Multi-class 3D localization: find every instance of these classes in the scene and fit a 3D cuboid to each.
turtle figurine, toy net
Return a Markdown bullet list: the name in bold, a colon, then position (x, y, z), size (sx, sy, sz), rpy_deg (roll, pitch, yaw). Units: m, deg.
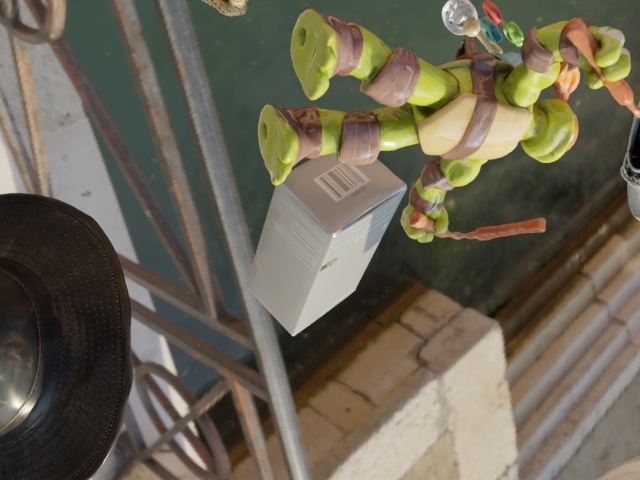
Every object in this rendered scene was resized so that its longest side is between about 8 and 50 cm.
- **turtle figurine**: position (0.085, -0.085, 0.511), size (0.217, 0.269, 0.087), rpy_deg (4, 63, -23)
- **toy net**: position (0.218, -0.292, 1.181), size (0.045, 0.232, 0.122), rpy_deg (-36, 134, 3)

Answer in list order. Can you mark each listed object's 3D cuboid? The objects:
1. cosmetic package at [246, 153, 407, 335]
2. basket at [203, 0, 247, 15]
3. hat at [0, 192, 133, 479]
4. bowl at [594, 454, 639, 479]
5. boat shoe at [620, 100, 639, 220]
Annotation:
- **cosmetic package**: position (0.000, 0.000, 1.028), size (0.127, 0.107, 0.238), rpy_deg (-35, 158, -30)
- **basket**: position (-0.166, -0.394, 0.827), size (0.223, 0.299, 0.213), rpy_deg (-54, 169, 13)
- **hat**: position (-0.331, 0.094, 0.743), size (0.134, 0.331, 0.331), rpy_deg (24, 87, -64)
- **bowl**: position (0.254, 0.239, 0.640), size (0.142, 0.053, 0.142), rpy_deg (-13, 103, -32)
- **boat shoe**: position (0.434, -0.111, 1.121), size (0.081, 0.079, 0.227), rpy_deg (-26, 134, -26)
